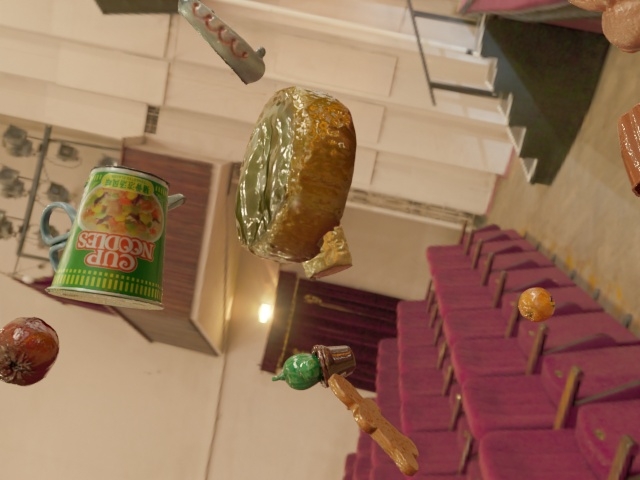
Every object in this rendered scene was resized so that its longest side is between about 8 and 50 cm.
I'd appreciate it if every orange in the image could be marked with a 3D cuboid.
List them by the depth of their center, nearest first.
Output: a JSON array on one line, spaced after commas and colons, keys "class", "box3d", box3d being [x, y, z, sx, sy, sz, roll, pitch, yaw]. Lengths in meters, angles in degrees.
[{"class": "orange", "box3d": [0.503, 0.151, 1.416, 0.083, 0.084, 0.083, 12, -90, -86]}]

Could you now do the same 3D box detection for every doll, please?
[{"class": "doll", "box3d": [0.514, -0.470, 1.034, 0.156, 0.303, 0.201, -41, 5, -4]}]

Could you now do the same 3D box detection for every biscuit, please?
[{"class": "biscuit", "box3d": [0.105, 0.378, 1.266, 0.036, 0.250, 0.165, -47, -8, 6]}]

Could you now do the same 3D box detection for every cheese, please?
[{"class": "cheese", "box3d": [0.000, 0.000, 1.426, 0.094, 0.123, 0.167, 116, 138, -72]}]

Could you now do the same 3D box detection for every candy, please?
[{"class": "candy", "box3d": [-0.040, -0.092, 0.873, 0.260, 0.118, 0.259, -33, 52, 56]}]

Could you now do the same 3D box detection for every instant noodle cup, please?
[{"class": "instant noodle cup", "box3d": [-0.369, -0.003, 1.103, 0.207, 0.207, 0.232, 84, -168, -77]}]

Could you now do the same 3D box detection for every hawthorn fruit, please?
[{"class": "hawthorn fruit", "box3d": [-0.320, 0.117, 0.660, 0.077, 0.077, 0.077, 12, -90, -86]}]

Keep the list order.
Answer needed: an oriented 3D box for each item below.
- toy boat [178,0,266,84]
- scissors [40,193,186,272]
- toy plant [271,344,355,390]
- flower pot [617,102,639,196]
[{"class": "toy boat", "box3d": [-0.186, -0.402, 1.197, 0.079, 0.207, 0.134, -44, 8, 4]}, {"class": "scissors", "box3d": [-0.479, -0.037, 1.391, 0.029, 0.447, 0.192, -16, -90, -62]}, {"class": "toy plant", "box3d": [-0.017, 0.309, 1.457, 0.143, 0.201, 0.105, 134, 119, -73]}, {"class": "flower pot", "box3d": [0.751, -0.213, 1.334, 0.190, 0.191, 0.173, 92, 168, -68]}]
